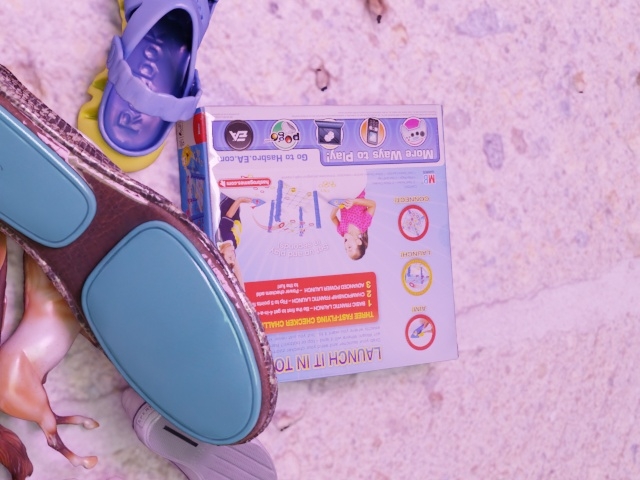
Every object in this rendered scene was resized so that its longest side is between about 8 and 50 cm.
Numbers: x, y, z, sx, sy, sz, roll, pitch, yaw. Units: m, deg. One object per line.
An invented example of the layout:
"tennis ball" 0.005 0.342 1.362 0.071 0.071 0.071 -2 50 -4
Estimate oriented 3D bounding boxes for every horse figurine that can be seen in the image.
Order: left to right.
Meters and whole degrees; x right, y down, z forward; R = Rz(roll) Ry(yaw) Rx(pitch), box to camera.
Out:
"horse figurine" -0.271 0.121 1.216 0.174 0.066 0.263 37 69 -30

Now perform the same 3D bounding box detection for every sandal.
"sandal" -0.159 -0.230 1.247 0.126 0.138 0.317 12 81 -25

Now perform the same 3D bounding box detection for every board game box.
"board game box" 0.000 0.000 1.351 0.308 0.086 0.302 -3 90 -28

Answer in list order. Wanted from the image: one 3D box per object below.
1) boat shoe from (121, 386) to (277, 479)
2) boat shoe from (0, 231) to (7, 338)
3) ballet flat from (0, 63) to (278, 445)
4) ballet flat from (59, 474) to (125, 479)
"boat shoe" -0.126 0.215 1.279 0.083 0.076 0.226 -45 134 -7
"boat shoe" -0.345 0.059 1.165 0.073 0.073 0.207 3 61 -9
"ballet flat" -0.209 -0.010 1.180 0.164 0.182 0.483 -43 97 16
"ballet flat" -0.240 0.283 1.221 0.221 0.077 0.079 2 95 -24
